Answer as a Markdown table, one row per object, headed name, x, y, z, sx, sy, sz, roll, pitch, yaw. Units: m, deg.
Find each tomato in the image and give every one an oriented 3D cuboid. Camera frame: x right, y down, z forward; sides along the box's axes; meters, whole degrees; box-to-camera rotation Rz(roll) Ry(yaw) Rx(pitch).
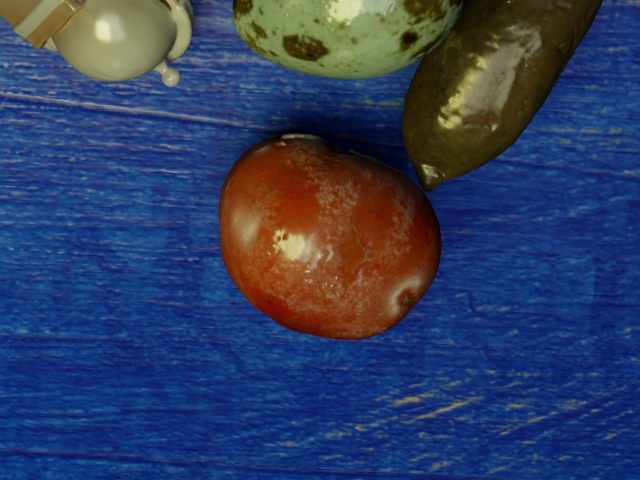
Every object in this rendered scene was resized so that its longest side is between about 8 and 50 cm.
| name | x | y | z | sx | sy | sz | roll | pitch | yaw |
| --- | --- | --- | --- | --- | --- | --- | --- | --- | --- |
| tomato | -0.002 | -0.001 | 1.558 | 0.232 | 0.232 | 0.188 | 26 | 87 | -15 |

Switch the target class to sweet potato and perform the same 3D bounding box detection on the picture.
| name | x | y | z | sx | sy | sz | roll | pitch | yaw |
| --- | --- | --- | --- | --- | --- | --- | --- | --- | --- |
| sweet potato | 0.215 | -0.224 | 1.495 | 0.130 | 0.130 | 0.422 | 35 | 107 | -19 |

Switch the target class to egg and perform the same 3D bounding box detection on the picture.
| name | x | y | z | sx | sy | sz | roll | pitch | yaw |
| --- | --- | --- | --- | --- | --- | --- | --- | --- | --- |
| egg | 0.026 | -0.234 | 1.456 | 0.231 | 0.169 | 0.169 | -12 | 120 | 16 |

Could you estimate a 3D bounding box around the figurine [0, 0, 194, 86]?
| name | x | y | z | sx | sy | sz | roll | pitch | yaw |
| --- | --- | --- | --- | --- | --- | --- | --- | --- | --- |
| figurine | -0.222 | -0.237 | 1.481 | 0.237 | 0.141 | 0.162 | 30 | 144 | -20 |
